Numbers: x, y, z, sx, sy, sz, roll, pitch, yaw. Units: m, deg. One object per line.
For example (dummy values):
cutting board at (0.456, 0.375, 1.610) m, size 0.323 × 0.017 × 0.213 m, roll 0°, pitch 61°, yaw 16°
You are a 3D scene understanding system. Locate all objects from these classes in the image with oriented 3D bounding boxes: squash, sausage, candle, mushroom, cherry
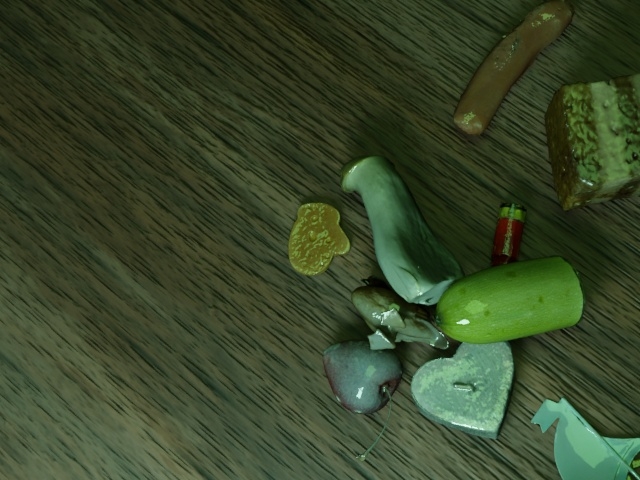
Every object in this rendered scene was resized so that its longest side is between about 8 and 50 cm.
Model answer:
squash at (0.308, 0.108, 1.840) m, size 0.247 × 0.132 × 0.133 m, roll -11°, pitch 71°, yaw -21°
sausage at (0.354, -0.331, 2.034) m, size 0.087 × 0.079 × 0.327 m, roll 34°, pitch 79°, yaw 26°
candle at (0.335, 0.000, 1.953) m, size 0.052 × 0.052 × 0.131 m, roll 10°, pitch 77°, yaw 10°
candle at (0.261, 0.261, 1.877) m, size 0.192 × 0.068 × 0.168 m, roll -28°, pitch 68°, yaw 0°
mushroom at (0.136, -0.026, 1.922) m, size 0.122 × 0.159 × 0.329 m, roll -29°, pitch 63°, yaw 3°
cherry at (0.055, 0.257, 1.885) m, size 0.148 × 0.115 × 0.188 m, roll 33°, pitch 86°, yaw -4°

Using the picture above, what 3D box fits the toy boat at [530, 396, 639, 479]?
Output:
toy boat at (0.473, 0.376, 1.822) m, size 0.220 × 0.067 × 0.291 m, roll -42°, pitch 70°, yaw -4°

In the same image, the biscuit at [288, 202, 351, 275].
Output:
biscuit at (0.000, 0.000, 2.012) m, size 0.118 × 0.023 × 0.140 m, roll 17°, pitch 76°, yaw 12°

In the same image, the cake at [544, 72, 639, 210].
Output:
cake at (0.551, -0.177, 1.909) m, size 0.293 × 0.196 × 0.199 m, roll -9°, pitch 74°, yaw 0°

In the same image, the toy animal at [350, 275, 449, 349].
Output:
toy animal at (0.139, 0.129, 1.910) m, size 0.188 × 0.179 × 0.089 m, roll 26°, pitch 112°, yaw -6°
